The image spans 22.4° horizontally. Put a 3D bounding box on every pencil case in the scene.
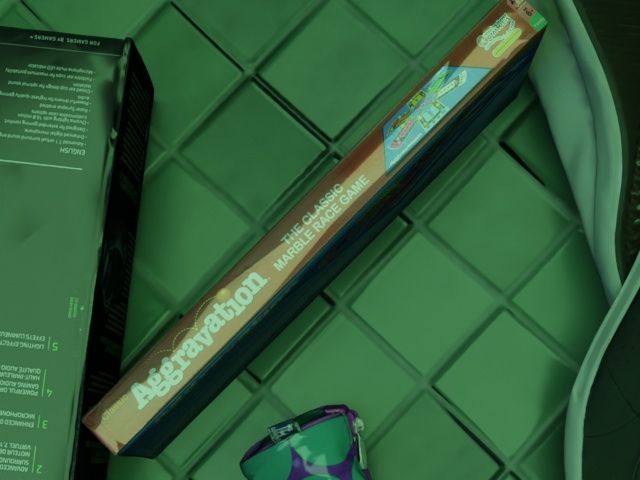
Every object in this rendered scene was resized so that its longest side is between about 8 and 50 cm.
[{"bbox_3d":[0.018,0.159,0.823,0.070,0.064,0.151,-30,83,16],"label":"pencil case"}]

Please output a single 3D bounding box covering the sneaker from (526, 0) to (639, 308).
[{"bbox_3d":[0.172,-0.062,0.845,0.106,0.123,0.290,-16,104,-5],"label":"sneaker"}]

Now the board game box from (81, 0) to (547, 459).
[{"bbox_3d":[0.000,0.000,0.806,0.027,0.145,0.281,45,84,6],"label":"board game box"}]

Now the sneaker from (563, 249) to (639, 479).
[{"bbox_3d":[0.200,0.070,0.749,0.105,0.147,0.295,9,110,-16],"label":"sneaker"}]

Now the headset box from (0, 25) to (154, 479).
[{"bbox_3d":[-0.223,0.037,0.810,0.246,0.131,0.283,5,82,1],"label":"headset box"}]
